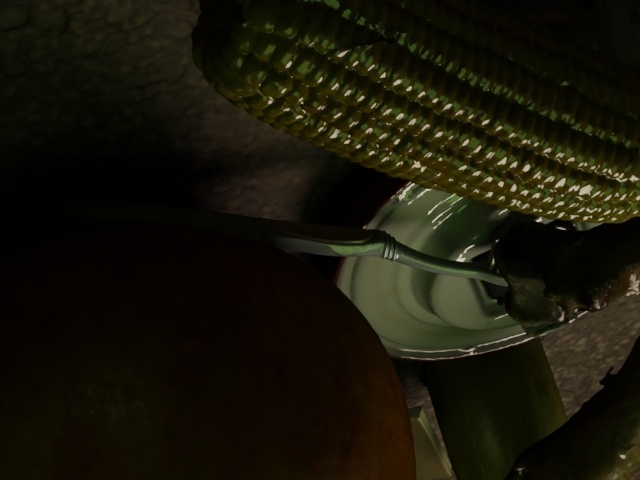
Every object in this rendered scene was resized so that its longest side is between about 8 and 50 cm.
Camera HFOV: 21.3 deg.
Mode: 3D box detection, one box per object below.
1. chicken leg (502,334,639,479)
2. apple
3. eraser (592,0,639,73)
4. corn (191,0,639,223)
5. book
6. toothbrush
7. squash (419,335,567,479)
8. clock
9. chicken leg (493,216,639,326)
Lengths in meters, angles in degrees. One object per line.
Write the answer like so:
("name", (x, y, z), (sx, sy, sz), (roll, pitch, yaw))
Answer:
("chicken leg", (0.311, 0.096, 1.417), (0.429, 0.152, 0.201), (-45, 150, -7))
("apple", (-0.119, 0.166, 1.190), (0.400, 0.334, 0.400), (12, 141, 10))
("eraser", (0.326, -0.173, 1.120), (0.124, 0.081, 0.279), (16, 151, -41))
("corn", (0.083, -0.094, 1.076), (0.344, 0.131, 0.131), (19, 132, -25))
("book", (0.009, 0.193, 1.541), (0.198, 0.016, 0.138), (-7, 149, 13))
("toothbrush", (0.000, 0.000, 1.231), (0.375, 0.028, 0.037), (6, 128, -13))
("squash", (0.163, 0.175, 1.511), (0.123, 0.187, 0.123), (-9, 146, -6))
("clock", (0.155, -0.003, 1.341), (0.318, 0.080, 0.318), (-15, 147, -10))
("chicken leg", (0.319, -0.025, 1.209), (0.361, 0.140, 0.211), (-32, -167, -24))
